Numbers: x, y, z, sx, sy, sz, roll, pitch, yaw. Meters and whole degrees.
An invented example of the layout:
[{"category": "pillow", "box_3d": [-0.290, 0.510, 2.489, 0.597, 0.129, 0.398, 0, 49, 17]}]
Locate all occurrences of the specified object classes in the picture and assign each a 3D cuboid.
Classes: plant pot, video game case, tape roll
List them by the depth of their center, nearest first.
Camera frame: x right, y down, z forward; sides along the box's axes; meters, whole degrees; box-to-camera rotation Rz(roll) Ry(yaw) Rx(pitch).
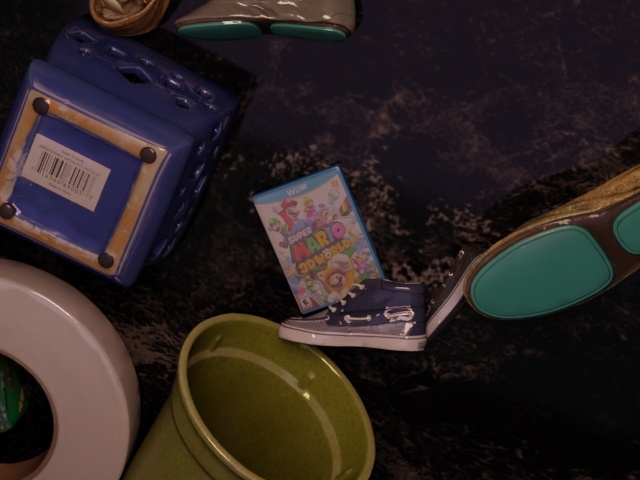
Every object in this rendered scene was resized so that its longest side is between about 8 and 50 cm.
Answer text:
[{"category": "plant pot", "box_3d": [-0.256, -0.096, 1.404, 0.236, 0.212, 0.236, 26, 111, -1]}, {"category": "plant pot", "box_3d": [-0.116, 0.276, 1.498, 0.276, 0.276, 0.254, 38, 121, -4]}, {"category": "video game case", "box_3d": [0.000, 0.000, 1.499, 0.119, 0.015, 0.166, -19, 104, 15]}, {"category": "tape roll", "box_3d": [-0.425, 0.212, 1.523, 0.392, 0.072, 0.392, 1, 108, 4]}]

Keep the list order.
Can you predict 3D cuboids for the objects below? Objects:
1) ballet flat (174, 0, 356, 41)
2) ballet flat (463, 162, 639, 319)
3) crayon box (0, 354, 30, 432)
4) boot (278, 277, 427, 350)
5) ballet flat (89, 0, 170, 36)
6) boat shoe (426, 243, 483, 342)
[{"category": "ballet flat", "box_3d": [-0.063, -0.269, 1.402, 0.213, 0.072, 0.068, 2, 81, 8]}, {"category": "ballet flat", "box_3d": [0.329, -0.013, 1.392, 0.348, 0.123, 0.123, -28, 102, 20]}, {"category": "crayon box", "box_3d": [-0.554, 0.195, 1.616, 0.278, 0.081, 0.165, -15, 106, 13]}, {"category": "boot", "box_3d": [0.041, 0.087, 1.490, 0.190, 0.069, 0.086, 2, 93, 15]}, {"category": "ballet flat", "box_3d": [-0.173, -0.378, 1.343, 0.116, 0.124, 0.342, 32, 110, -1]}, {"category": "boat shoe", "box_3d": [0.158, 0.066, 1.484, 0.040, 0.049, 0.142, 42, 113, 20]}]
